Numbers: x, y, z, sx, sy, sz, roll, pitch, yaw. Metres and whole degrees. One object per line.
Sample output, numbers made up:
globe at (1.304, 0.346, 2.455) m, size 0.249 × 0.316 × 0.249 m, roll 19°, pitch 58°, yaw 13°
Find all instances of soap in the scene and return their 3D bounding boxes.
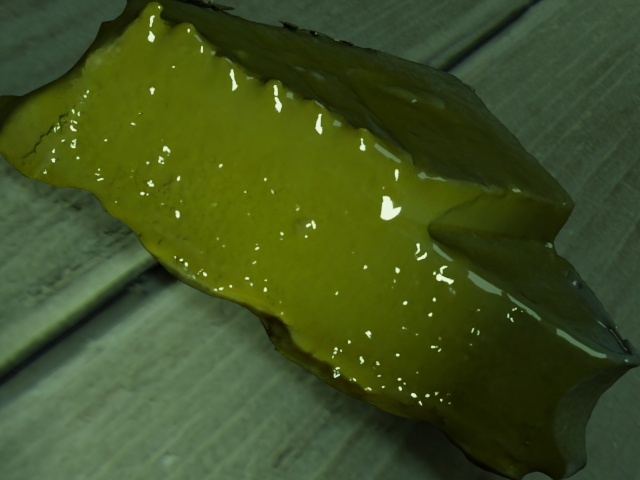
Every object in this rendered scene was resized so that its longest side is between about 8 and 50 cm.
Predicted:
soap at (0.000, 0.000, 1.080) m, size 0.339 × 0.169 × 0.304 m, roll 10°, pitch 33°, yaw -40°
